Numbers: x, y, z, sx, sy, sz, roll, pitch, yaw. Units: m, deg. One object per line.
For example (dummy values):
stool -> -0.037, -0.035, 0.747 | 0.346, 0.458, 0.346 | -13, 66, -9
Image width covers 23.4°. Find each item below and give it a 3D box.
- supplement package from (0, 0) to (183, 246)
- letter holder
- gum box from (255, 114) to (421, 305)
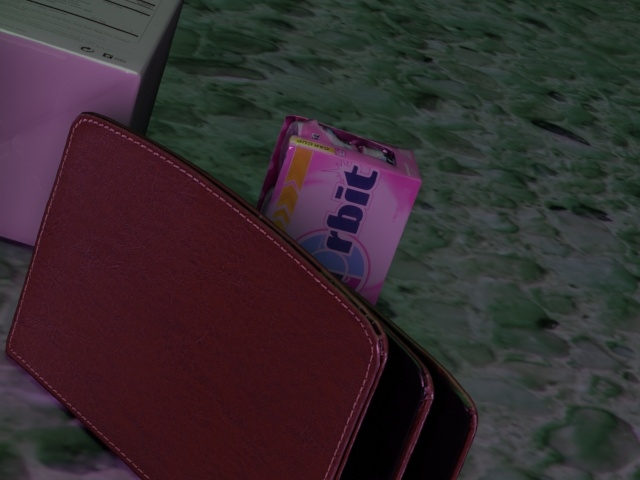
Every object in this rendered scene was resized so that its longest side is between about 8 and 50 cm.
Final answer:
supplement package -> -0.236, -0.138, 1.348 | 0.175, 0.177, 0.293 | 17, 24, -4
letter holder -> -0.045, 0.054, 1.036 | 0.302, 0.214, 0.152 | 36, 29, 33
gum box -> 0.000, 0.000, 1.216 | 0.107, 0.188, 0.062 | 15, 24, -11
